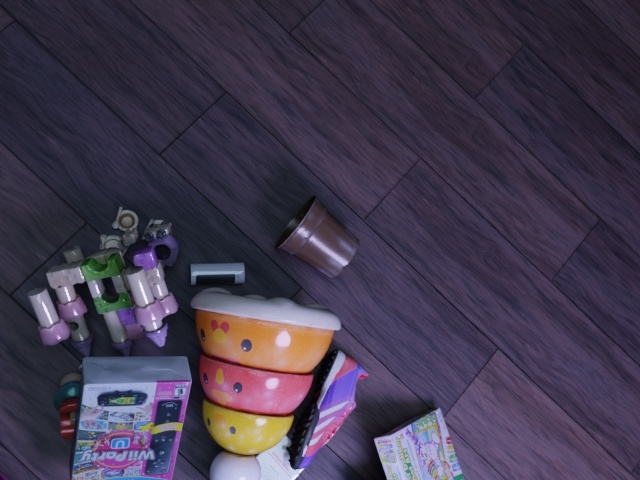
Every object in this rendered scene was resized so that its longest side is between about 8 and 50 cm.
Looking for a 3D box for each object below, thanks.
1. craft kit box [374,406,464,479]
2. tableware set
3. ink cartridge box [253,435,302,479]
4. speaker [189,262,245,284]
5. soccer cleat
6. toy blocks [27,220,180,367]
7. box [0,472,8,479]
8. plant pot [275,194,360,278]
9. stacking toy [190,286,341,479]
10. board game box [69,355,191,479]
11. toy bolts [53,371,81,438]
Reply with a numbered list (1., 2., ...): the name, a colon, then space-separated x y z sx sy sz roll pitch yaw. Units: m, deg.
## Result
1. craft kit box: 0.252 0.559 1.851 0.247 0.061 0.249 -11 80 -50
2. tableware set: -0.457 -0.001 1.893 0.169 0.020 0.141 20 76 -8
3. ink cartridge box: -0.127 0.558 1.832 0.181 0.061 0.104 -41 89 -16
4. speaker: -0.257 0.083 1.903 0.136 0.055 0.055 -1 79 -13
5. soccer cleat: 0.022 0.417 1.843 0.116 0.108 0.318 31 55 -9
6. toy blocks: -0.465 0.152 1.772 0.289 0.309 0.260 -12 113 5
7. box: -0.771 0.542 1.640 0.247 0.163 0.142 46 72 0
8. plant pot: 0.000 0.000 1.930 0.165 0.167 0.167 37 74 -12
9. stacking toy: -0.154 0.362 1.741 0.351 0.350 0.479 10 84 -11
10. board game box: -0.416 0.398 1.659 0.224 0.097 0.303 3 120 -22
11. toy bolts: -0.502 0.383 1.775 0.229 0.158 0.218 3 119 -22
